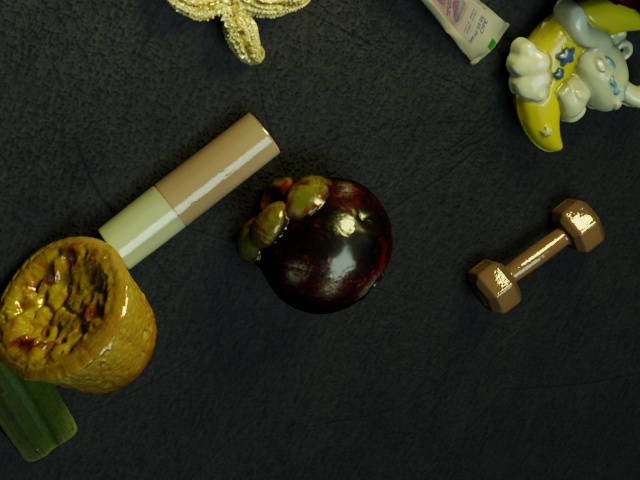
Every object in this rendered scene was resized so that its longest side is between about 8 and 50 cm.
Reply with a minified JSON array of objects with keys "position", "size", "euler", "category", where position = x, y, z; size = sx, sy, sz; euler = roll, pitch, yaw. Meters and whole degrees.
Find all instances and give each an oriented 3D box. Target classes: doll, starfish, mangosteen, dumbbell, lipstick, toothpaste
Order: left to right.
[{"position":[-0.174,-0.065,1.818],"size":[0.254,0.070,0.070],"euler":[-38,133,-5],"category":"lipstick"},{"position":[-0.097,-0.314,1.708],"size":[0.216,0.071,0.238],"euler":[-18,134,-15],"category":"starfish"},{"position":[0.000,0.000,1.898],"size":[0.210,0.210,0.210],"euler":[-17,127,-23],"category":"mangosteen"},{"position":[0.165,-0.331,1.874],"size":[0.301,0.048,0.075],"euler":[32,72,-49],"category":"toothpaste"},{"position":[0.345,0.025,2.203],"size":[0.231,0.092,0.082],"euler":[-36,103,-7],"category":"dumbbell"},{"position":[0.391,-0.248,2.031],"size":[0.237,0.111,0.252],"euler":[-35,124,-9],"category":"doll"}]

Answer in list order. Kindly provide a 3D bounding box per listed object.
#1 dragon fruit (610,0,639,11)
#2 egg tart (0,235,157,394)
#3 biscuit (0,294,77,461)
[{"position":[0.461,-0.450,1.828],"size":[0.295,0.295,0.302],"euler":[27,91,-41],"category":"dragon fruit"},{"position":[-0.302,0.112,1.778],"size":[0.202,0.202,0.147],"euler":[-43,143,0],"category":"egg tart"},{"position":[-0.420,0.187,1.853],"size":[0.099,0.038,0.322],"euler":[-32,132,-15],"category":"biscuit"}]
